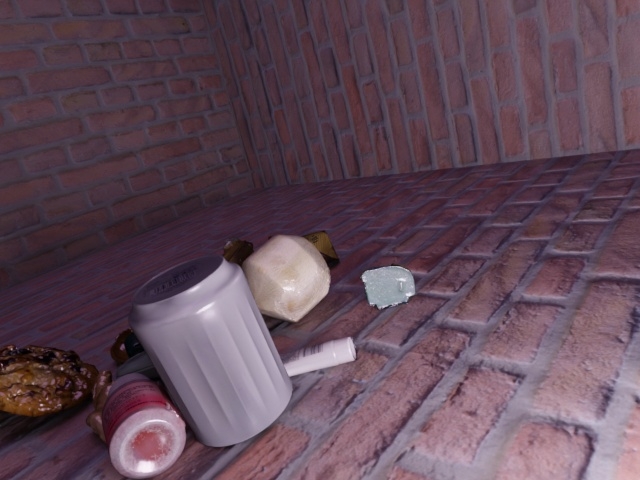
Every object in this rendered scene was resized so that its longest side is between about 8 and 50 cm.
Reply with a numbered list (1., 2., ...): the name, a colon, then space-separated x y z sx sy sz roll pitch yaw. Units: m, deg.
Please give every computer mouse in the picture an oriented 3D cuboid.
1. computer mouse: -0.387 0.307 1.281 0.288 0.097 0.159 -27 4 -10

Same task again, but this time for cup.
1. cup: -0.255 0.219 1.017 0.322 0.327 0.237 -8 23 35

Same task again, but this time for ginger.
1. ginger: -0.515 0.390 1.157 0.089 0.075 0.288 -48 25 -12

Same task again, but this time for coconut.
1. coconut: -0.108 0.122 1.423 0.247 0.245 0.245 -42 26 -21

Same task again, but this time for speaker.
1. speaker: -0.503 0.302 1.372 0.094 0.060 0.075 10 16 -36

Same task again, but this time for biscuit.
1. biscuit: -0.754 0.350 1.269 0.333 0.081 0.289 11 10 -4

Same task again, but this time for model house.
1. model house: 0.190 0.118 1.412 0.148 0.120 0.149 -14 8 1

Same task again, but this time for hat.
1. hat: 0.000 0.000 1.824 0.193 0.082 0.193 26 3 -2

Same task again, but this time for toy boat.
1. toy boat: -0.311 0.110 1.487 0.162 0.136 0.445 -12 18 10

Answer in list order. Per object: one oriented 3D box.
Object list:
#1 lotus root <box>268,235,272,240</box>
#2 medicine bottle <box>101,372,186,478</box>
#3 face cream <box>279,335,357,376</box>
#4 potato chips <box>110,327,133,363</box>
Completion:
1. lotus root: -0.126 0.070 1.785 0.154 0.140 0.256 -9 21 -33
2. medicine bottle: -0.370 0.364 0.992 0.147 0.147 0.247 -22 17 -25
3. face cream: -0.035 0.283 1.144 0.243 0.058 0.092 -17 21 12
4. potato chips: -0.531 0.317 1.442 0.201 0.049 0.150 -10 36 15
